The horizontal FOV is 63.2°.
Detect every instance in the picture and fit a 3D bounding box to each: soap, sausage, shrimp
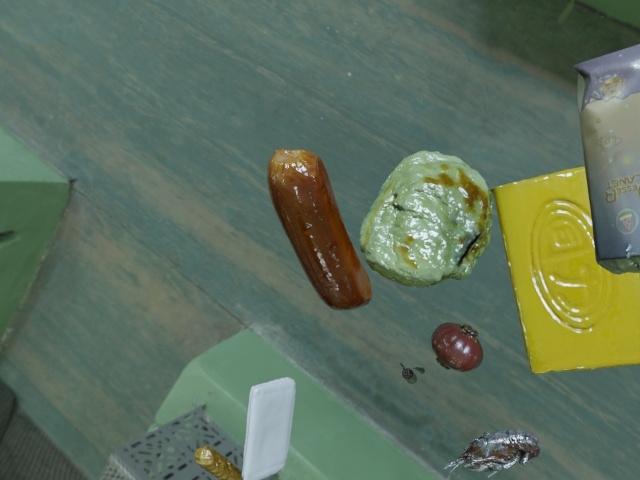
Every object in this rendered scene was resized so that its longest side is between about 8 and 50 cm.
[{"bbox_3d":[0.411,0.044,0.849,0.204,0.096,0.325,-14,77,22],"label":"soap"},{"bbox_3d":[0.000,0.000,0.772,0.089,0.083,0.300,-17,122,12],"label":"sausage"},{"bbox_3d":[0.285,0.358,0.871,0.165,0.057,0.065,-22,107,10],"label":"shrimp"}]

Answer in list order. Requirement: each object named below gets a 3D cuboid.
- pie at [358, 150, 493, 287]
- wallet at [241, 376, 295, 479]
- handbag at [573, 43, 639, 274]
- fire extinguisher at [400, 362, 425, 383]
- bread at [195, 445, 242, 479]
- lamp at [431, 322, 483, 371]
[{"bbox_3d":[0.183,-0.036,0.837,0.200,0.090,0.248,28,67,6],"label":"pie"},{"bbox_3d":[-0.099,0.359,0.997,0.031,0.124,0.183,9,93,37],"label":"wallet"},{"bbox_3d":[0.236,-0.047,0.338,0.117,0.095,0.173,-9,84,47],"label":"handbag"},{"bbox_3d":[0.202,0.288,1.130,0.046,0.100,0.032,-9,63,14],"label":"fire extinguisher"},{"bbox_3d":[-0.225,0.501,1.155,0.052,0.157,0.044,10,55,36],"label":"bread"},{"bbox_3d":[0.254,0.198,0.965,0.101,0.101,0.090,39,109,16],"label":"lamp"}]
